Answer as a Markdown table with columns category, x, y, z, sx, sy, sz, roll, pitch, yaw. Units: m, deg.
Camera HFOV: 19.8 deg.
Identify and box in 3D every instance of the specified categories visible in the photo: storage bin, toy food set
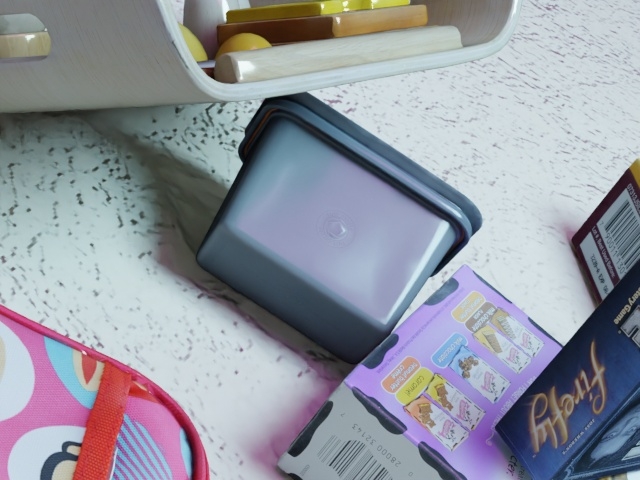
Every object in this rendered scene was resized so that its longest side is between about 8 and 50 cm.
| category | x | y | z | sx | sy | sz | roll | pitch | yaw |
| --- | --- | --- | --- | --- | --- | --- | --- | --- | --- |
| storage bin | 0.000 | 0.000 | 0.985 | 0.135 | 0.098 | 0.091 | 34 | 60 | -4 |
| toy food set | -0.062 | -0.124 | 0.951 | 0.306 | 0.220 | 0.092 | -16 | 103 | -51 |

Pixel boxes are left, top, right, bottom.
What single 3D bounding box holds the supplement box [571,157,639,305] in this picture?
| category | x | y | z | sx | sy | sz | roll | pitch | yaw |
| --- | --- | --- | --- | --- | --- | --- | --- | --- | --- |
| supplement box | 0.271 | 0.030 | 1.195 | 0.188 | 0.081 | 0.104 | 17 | 36 | -27 |

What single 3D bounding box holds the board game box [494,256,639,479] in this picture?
| category | x | y | z | sx | sy | sz | roll | pitch | yaw |
| --- | --- | --- | --- | --- | --- | --- | --- | --- | --- |
| board game box | 0.216 | 0.044 | 0.918 | 0.243 | 0.165 | 0.042 | -3 | 47 | -47 |

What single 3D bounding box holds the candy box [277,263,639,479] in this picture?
| category | x | y | z | sx | sy | sz | roll | pitch | yaw |
| --- | --- | --- | --- | --- | --- | --- | --- | --- | --- |
| candy box | 0.101 | 0.123 | 0.928 | 0.196 | 0.070 | 0.165 | 41 | 32 | 8 |

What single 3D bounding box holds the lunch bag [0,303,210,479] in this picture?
| category | x | y | z | sx | sy | sz | roll | pitch | yaw |
| --- | --- | --- | --- | --- | --- | --- | --- | --- | --- |
| lunch bag | -0.149 | 0.143 | 0.636 | 0.258 | 0.120 | 0.293 | 30 | 34 | -17 |
